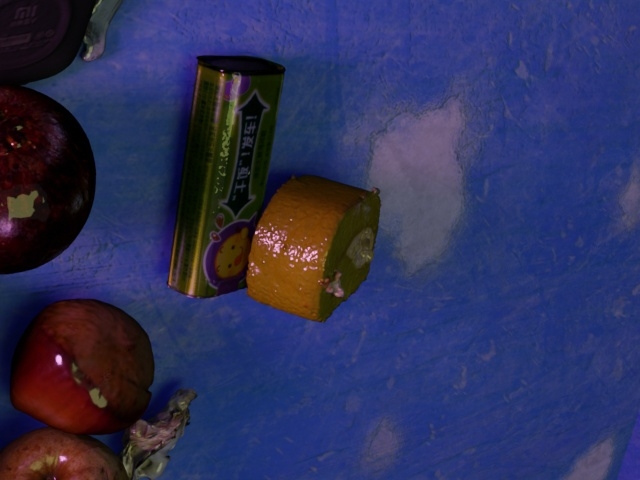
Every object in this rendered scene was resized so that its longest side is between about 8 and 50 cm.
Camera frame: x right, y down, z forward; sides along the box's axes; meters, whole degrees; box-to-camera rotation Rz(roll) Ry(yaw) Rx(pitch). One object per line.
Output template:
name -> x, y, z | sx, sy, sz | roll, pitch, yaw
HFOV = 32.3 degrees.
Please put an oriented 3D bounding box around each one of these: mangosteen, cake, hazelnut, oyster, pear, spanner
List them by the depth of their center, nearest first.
mangosteen -> -0.391, -0.056, 1.320 | 0.235, 0.235, 0.261 | -26, 162, -30
spanner -> -0.236, -0.366, 1.416 | 0.071, 0.017, 0.302 | 34, 88, -47
hazelnut -> -0.336, 0.183, 1.526 | 0.208, 0.208, 0.208 | -21, 126, -33
pear -> -0.383, 0.364, 1.549 | 0.228, 0.188, 0.211 | -26, 149, -29
cake -> 0.000, 0.000, 1.700 | 0.260, 0.156, 0.179 | -44, 151, -58
oyster -> -0.262, 0.309, 1.735 | 0.191, 0.081, 0.163 | -45, 162, -13

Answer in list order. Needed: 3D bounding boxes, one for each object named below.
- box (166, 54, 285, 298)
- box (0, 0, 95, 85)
box -> -0.141, -0.095, 1.599 | 0.134, 0.097, 0.346 | -14, 121, -47
box -> -0.362, -0.252, 1.299 | 0.212, 0.042, 0.201 | -18, 149, -36
